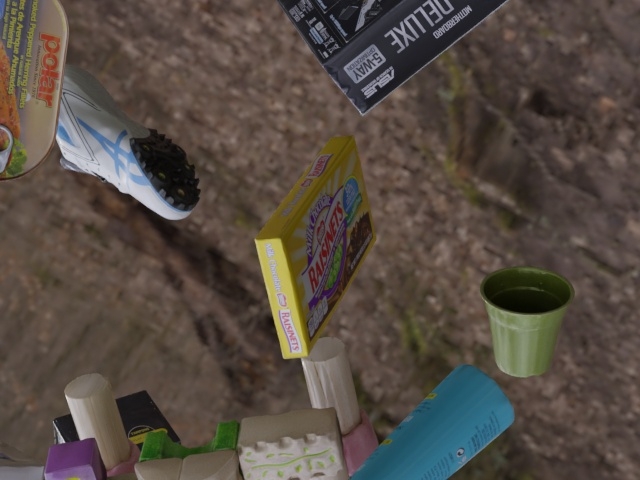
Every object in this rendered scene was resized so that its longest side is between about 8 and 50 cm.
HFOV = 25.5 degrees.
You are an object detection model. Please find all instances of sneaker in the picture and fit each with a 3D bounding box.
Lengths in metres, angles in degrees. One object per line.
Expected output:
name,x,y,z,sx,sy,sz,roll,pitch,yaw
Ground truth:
sneaker,-0.201,-0.084,1.381,0.237,0.086,0.085,42,-161,34

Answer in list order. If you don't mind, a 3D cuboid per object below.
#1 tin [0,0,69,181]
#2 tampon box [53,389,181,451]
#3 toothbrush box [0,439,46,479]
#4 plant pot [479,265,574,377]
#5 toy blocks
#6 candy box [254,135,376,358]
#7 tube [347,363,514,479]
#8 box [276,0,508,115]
tin,-0.287,-0.148,1.282,0.106,0.189,0.040,7,-169,-17
tampon box,-0.237,0.280,1.662,0.120,0.161,0.101,-17,-139,-26
toothbrush box,-0.308,0.130,0.709,0.216,0.126,0.296,7,-176,-42
plant pot,0.183,0.078,1.268,0.083,0.079,0.083,-1,-151,0
toy blocks,-0.086,0.282,1.215,0.289,0.260,0.309,-9,-153,6
candy box,0.000,0.000,1.155,0.027,0.105,0.206,-6,-156,21
tube,0.038,0.163,0.908,0.052,0.207,0.080,43,156,19
box,0.066,-0.289,1.373,0.076,0.242,0.307,47,-172,-38
